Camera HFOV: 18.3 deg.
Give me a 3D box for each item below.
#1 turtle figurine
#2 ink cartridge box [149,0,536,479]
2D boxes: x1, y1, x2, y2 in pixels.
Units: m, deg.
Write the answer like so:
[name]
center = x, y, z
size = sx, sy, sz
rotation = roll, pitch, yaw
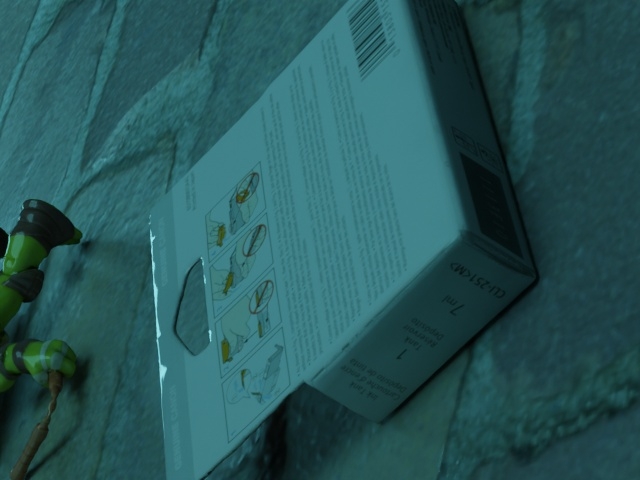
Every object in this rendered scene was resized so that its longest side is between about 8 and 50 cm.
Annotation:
[turtle figurine]
center = -0.264, 0.081, 1.465
size = 0.269, 0.087, 0.217
rotation = -26, 42, 47
[ink cartridge box]
center = 0.000, 0.000, 1.140
size = 0.239, 0.060, 0.275
rotation = -46, 30, 26
